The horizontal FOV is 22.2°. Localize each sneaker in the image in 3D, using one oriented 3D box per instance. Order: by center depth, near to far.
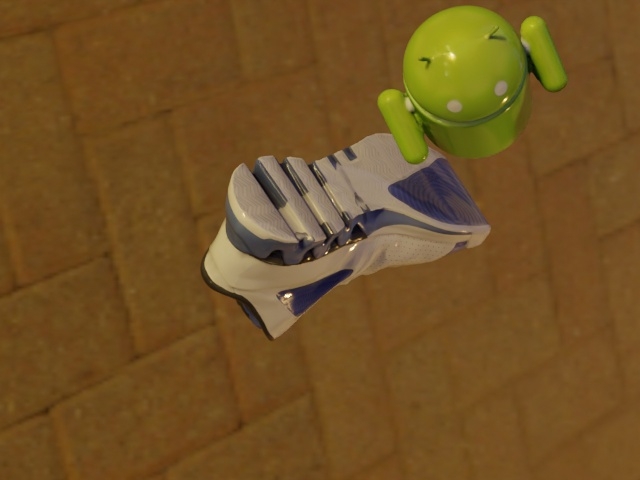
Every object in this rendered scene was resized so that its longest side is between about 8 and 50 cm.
[{"bbox_3d":[-0.001,0.000,1.626,0.315,0.182,0.127,-6,58,-41],"label":"sneaker"}]

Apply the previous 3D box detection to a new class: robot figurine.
[{"bbox_3d":[0.081,-0.086,0.896,0.115,0.101,0.067,57,9,-70],"label":"robot figurine"}]
